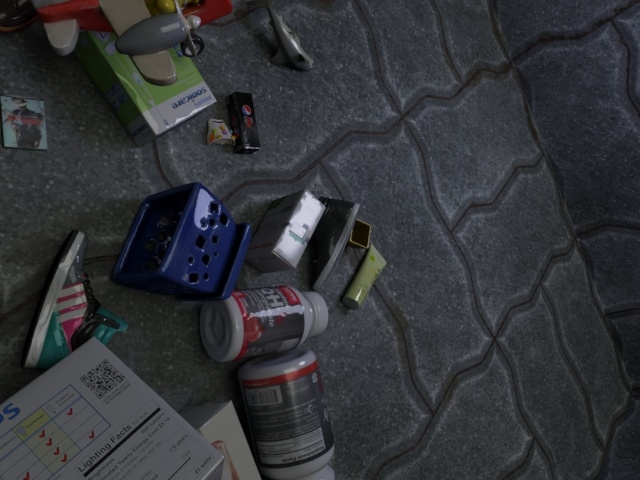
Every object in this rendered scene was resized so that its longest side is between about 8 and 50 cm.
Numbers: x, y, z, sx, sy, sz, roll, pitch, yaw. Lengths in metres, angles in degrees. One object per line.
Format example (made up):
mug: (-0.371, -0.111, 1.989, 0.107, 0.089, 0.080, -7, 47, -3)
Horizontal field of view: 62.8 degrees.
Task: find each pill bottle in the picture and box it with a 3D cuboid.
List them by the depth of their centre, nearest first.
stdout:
pill bottle: (-0.080, 0.481, 1.360, 0.210, 0.210, 0.362, -12, 90, -41)
pill bottle: (-0.139, 0.211, 1.383, 0.319, 0.176, 0.176, -1, 82, -42)

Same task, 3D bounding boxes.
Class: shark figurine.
shark figurine: (-0.125, -0.609, 1.613, 0.278, 0.116, 0.166, 51, 20, -30)

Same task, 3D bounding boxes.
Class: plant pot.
plant pot: (-0.314, 0.024, 1.244, 0.212, 0.236, 0.235, 34, 61, -39)
plant pot: (0.102, -0.018, 1.695, 0.081, 0.083, 0.081, 22, 69, -36)

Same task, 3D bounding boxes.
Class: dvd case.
dvd case: (-0.650, -0.259, 1.147, 0.087, 0.013, 0.119, -2, 82, -41)

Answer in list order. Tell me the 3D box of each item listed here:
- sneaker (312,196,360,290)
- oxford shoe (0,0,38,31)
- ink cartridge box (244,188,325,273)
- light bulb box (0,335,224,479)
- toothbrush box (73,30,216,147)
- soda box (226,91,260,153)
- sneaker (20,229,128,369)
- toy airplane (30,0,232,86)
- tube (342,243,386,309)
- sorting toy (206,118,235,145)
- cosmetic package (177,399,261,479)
sneaker: (0.000, 0.000, 1.607, 0.147, 0.104, 0.295, 23, 93, 8)
oxford shoe: (-0.639, -0.572, 1.160, 0.097, 0.098, 0.271, 40, 58, -28)
ink cartridge box: (-0.104, -0.022, 1.471, 0.093, 0.160, 0.219, 41, 59, -27)
light bulb box: (-0.429, 0.442, 0.953, 0.361, 0.225, 0.358, 36, 51, 17)
toothbrush box: (-0.431, -0.408, 1.291, 0.206, 0.122, 0.283, -44, 109, -36)
soda box: (-0.221, -0.336, 1.501, 0.060, 0.053, 0.168, -7, 87, -42)
sneaker: (-0.499, 0.138, 1.123, 0.179, 0.124, 0.295, 20, 77, -31)
toy airplane: (-0.401, -0.524, 1.078, 0.386, 0.272, 0.384, 28, 51, -12)
tube: (0.149, 0.121, 1.728, 0.240, 0.062, 0.070, -55, 157, -38)
sorting toy: (-0.280, -0.306, 1.462, 0.083, 0.045, 0.075, -8, 67, -41)
cosmetic package: (-0.248, 0.543, 1.226, 0.129, 0.153, 0.296, -29, 100, -62)
